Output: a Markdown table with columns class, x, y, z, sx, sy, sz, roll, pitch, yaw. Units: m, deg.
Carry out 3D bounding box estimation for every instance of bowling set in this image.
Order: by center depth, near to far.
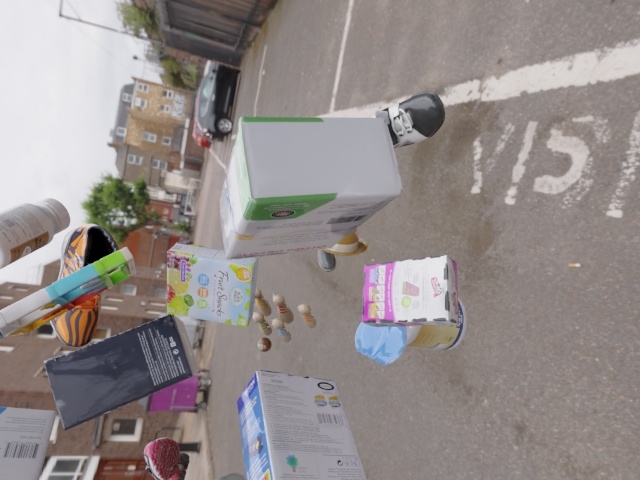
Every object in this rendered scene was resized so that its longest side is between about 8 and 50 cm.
| class | x | y | z | sx | sy | sz | roll | pitch | yaw |
| --- | --- | --- | --- | --- | --- | --- | --- | --- | --- |
| bowling set | -0.173 | 0.309 | 1.583 | 0.200 | 0.287 | 0.154 | -61 | -35 | -38 |

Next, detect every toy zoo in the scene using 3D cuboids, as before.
| class | x | y | z | sx | sy | sz | roll | pitch | yaw |
| --- | --- | --- | --- | --- | --- | --- | --- | --- | --- |
| toy zoo | -0.524 | 0.116 | 0.856 | 0.030 | 0.293 | 0.192 | 57 | 155 | 0 |

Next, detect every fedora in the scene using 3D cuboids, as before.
| class | x | y | z | sx | sy | sz | roll | pitch | yaw |
| --- | --- | --- | --- | --- | --- | --- | --- | --- | --- |
| fedora | 0.069 | -0.017 | 1.386 | 0.194 | 0.194 | 0.079 | -118 | 33 | -62 |

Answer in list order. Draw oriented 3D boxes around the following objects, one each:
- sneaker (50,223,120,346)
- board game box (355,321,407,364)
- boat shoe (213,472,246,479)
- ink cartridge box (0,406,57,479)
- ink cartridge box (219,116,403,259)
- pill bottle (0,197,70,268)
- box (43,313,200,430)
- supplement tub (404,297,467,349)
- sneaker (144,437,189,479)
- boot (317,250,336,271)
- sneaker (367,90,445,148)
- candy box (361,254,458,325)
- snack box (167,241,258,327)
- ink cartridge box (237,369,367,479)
| class | x | y | z | sx | sy | sz | roll | pitch | yaw |
| --- | --- | --- | --- | --- | --- | --- | --- | --- | --- |
| sneaker | -0.599 | 0.112 | 1.068 | 0.180 | 0.125 | 0.321 | -7 | 83 | 44 |
| board game box | 0.192 | 0.314 | 1.324 | 0.169 | 0.033 | 0.133 | 19 | 74 | 35 |
| boat shoe | -0.313 | 0.673 | 1.086 | 0.095 | 0.255 | 0.079 | 47 | 119 | 38 |
| ink cartridge box | -0.999 | 0.709 | 1.226 | 0.166 | 0.285 | 0.394 | -37 | 44 | 37 |
| ink cartridge box | -0.037 | -0.066 | 0.641 | 0.278 | 0.201 | 0.117 | 139 | 123 | -65 |
| pill bottle | -0.805 | -0.028 | 1.131 | 0.229 | 0.131 | 0.131 | -57 | -10 | -59 |
| box | -0.529 | 0.358 | 1.191 | 0.343 | 0.313 | 0.178 | 130 | 119 | -71 |
| supplement tub | 0.365 | 0.289 | 1.589 | 0.228 | 0.316 | 0.228 | -38 | 46 | 54 |
| sneaker | -0.543 | 0.760 | 1.432 | 0.299 | 0.112 | 0.120 | 89 | -174 | -48 |
| boot | -0.002 | 0.002 | 1.615 | 0.208 | 0.076 | 0.189 | 74 | 177 | -60 |
| sneaker | 0.181 | -0.294 | 1.134 | 0.330 | 0.146 | 0.122 | -9 | 108 | 57 |
| candy box | 0.222 | 0.133 | 1.060 | 0.233 | 0.071 | 0.159 | -10 | 66 | 37 |
| snack box | -0.265 | 0.109 | 1.030 | 0.070 | 0.207 | 0.174 | -80 | -1 | -66 |
| ink cartridge box | -0.063 | 0.509 | 1.117 | 0.151 | 0.270 | 0.395 | -56 | 32 | 26 |
